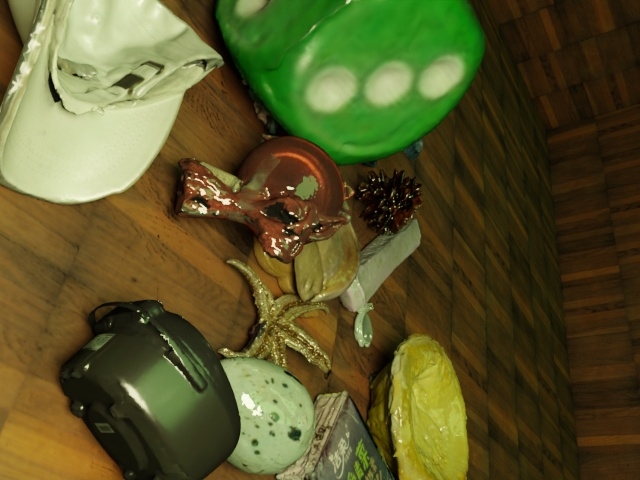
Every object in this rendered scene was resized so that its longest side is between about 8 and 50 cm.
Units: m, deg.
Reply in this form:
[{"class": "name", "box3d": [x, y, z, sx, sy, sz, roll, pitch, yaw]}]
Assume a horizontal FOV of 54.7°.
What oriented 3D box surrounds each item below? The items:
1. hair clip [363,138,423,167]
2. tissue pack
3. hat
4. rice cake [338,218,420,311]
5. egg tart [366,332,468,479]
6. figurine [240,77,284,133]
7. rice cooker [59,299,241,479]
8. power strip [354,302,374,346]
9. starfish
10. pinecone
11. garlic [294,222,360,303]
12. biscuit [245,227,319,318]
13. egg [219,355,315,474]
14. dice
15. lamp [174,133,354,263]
[{"class": "hair clip", "box3d": [0.132, -0.311, 1.261, 0.206, 0.194, 0.310, 52, 36, -46]}, {"class": "tissue pack", "box3d": [0.039, 0.370, 0.924, 0.235, 0.073, 0.173, 63, 33, -21]}, {"class": "hat", "box3d": [-0.255, -0.189, 0.634, 0.301, 0.168, 0.258, -68, 157, -11]}, {"class": "rice cake", "box3d": [0.118, 0.035, 1.209, 0.365, 0.056, 0.073, -39, 116, -58]}, {"class": "egg tart", "box3d": [0.170, 0.323, 1.116, 0.315, 0.120, 0.315, 34, 48, -48]}, {"class": "figurine", "box3d": [-0.088, -0.219, 0.991, 0.106, 0.047, 0.060, 60, -1, -13]}, {"class": "rice cooker", "box3d": [-0.165, 0.153, 0.612, 0.118, 0.142, 0.203, -43, 110, -44]}, {"class": "power strip", "box3d": [0.083, 0.151, 1.127, 0.055, 0.035, 0.083, 17, 66, -56]}, {"class": "starfish", "box3d": [-0.064, 0.118, 0.879, 0.238, 0.057, 0.213, 60, 39, -13]}, {"class": "pinecone", "box3d": [0.132, -0.082, 1.215, 0.121, 0.140, 0.140, 32, 46, -14]}, {"class": "garlic", "box3d": [0.009, 0.010, 0.949, 0.101, 0.087, 0.195, 22, 55, -46]}, {"class": "biscuit", "box3d": [-0.051, 0.007, 0.969, 0.236, 0.040, 0.144, 60, 28, -29]}, {"class": "egg", "box3d": [-0.077, 0.205, 0.740, 0.164, 0.131, 0.131, 54, 37, -38]}, {"class": "dice", "box3d": [0.039, -0.313, 0.923, 0.297, 0.300, 0.287, 31, 26, -51]}, {"class": "lamp", "box3d": [-0.062, -0.070, 0.823, 0.223, 0.215, 0.151, -20, 130, -79]}]
